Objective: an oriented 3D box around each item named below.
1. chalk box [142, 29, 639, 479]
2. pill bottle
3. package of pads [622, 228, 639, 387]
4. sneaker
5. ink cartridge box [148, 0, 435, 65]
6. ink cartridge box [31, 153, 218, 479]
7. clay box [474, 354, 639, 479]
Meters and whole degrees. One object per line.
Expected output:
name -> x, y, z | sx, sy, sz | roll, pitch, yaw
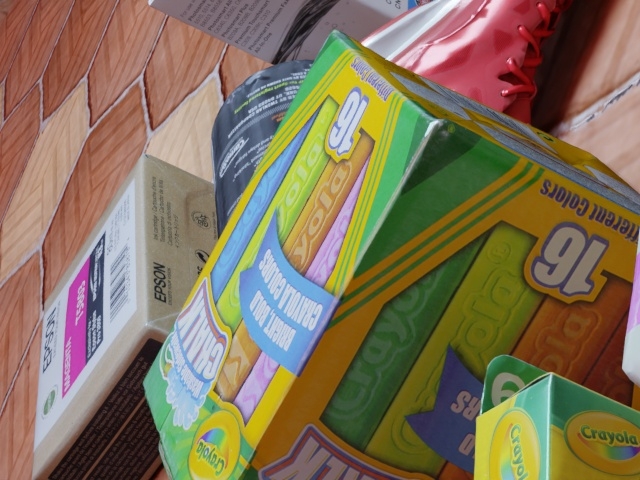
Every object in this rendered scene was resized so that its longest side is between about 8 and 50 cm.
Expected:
chalk box -> 0.033, 0.075, 0.802 | 0.289, 0.180, 0.179 | -62, 22, 11
pill bottle -> 0.000, 0.000, 1.008 | 0.130, 0.130, 0.246 | -53, 25, 27
package of pads -> 0.219, -0.066, 0.560 | 0.229, 0.101, 0.297 | -44, 16, 39
sneaker -> 0.121, -0.106, 0.952 | 0.221, 0.087, 0.128 | -40, 67, 16
ink cartridge box -> -0.009, -0.193, 1.124 | 0.086, 0.203, 0.148 | -46, 30, 39
ink cartridge box -> -0.156, 0.074, 1.336 | 0.193, 0.088, 0.235 | -52, 27, 27
clay box -> 0.119, 0.147, 0.605 | 0.053, 0.127, 0.222 | -39, 35, 46
